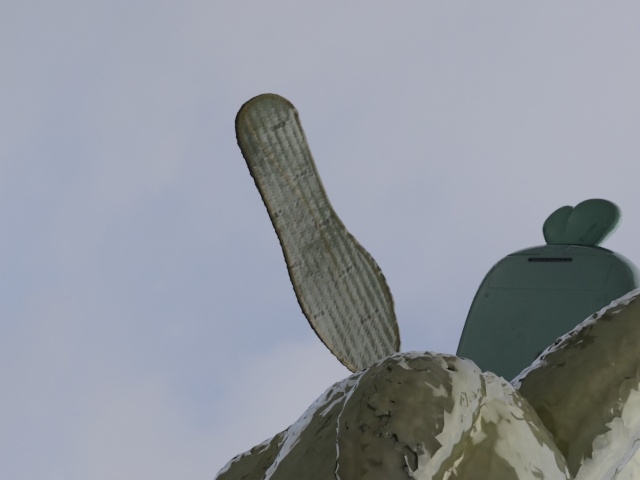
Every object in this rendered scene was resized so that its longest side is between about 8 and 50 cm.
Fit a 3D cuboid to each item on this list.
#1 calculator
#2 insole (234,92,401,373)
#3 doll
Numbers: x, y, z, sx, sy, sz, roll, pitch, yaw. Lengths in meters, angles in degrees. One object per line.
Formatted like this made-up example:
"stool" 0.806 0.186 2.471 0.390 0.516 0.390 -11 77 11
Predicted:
"calculator" 0.192 0.096 1.104 0.184 0.042 0.295 -1 -115 48
"insole" 0.000 0.000 1.410 0.119 0.348 0.009 -31 -167 -33
"doll" 0.059 0.096 0.463 0.149 0.278 0.175 7 -80 36
